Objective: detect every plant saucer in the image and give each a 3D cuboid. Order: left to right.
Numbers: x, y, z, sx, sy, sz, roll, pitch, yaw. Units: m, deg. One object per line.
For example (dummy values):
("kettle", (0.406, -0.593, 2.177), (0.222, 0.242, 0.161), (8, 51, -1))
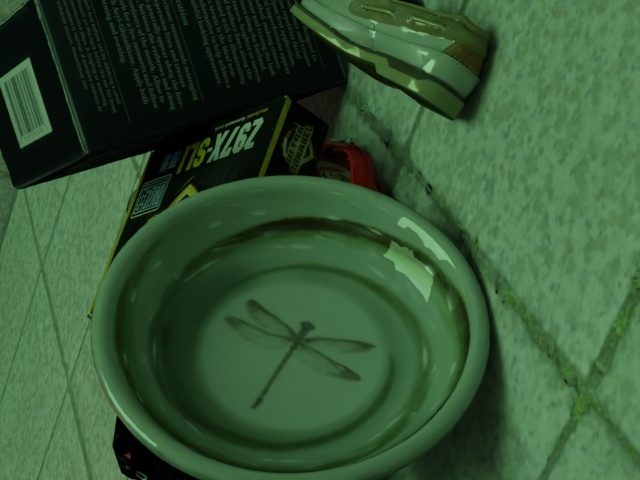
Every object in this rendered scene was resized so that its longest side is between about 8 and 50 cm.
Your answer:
("plant saucer", (-0.030, 0.107, 1.432), (0.100, 0.401, 0.400), (92, 170, -48))

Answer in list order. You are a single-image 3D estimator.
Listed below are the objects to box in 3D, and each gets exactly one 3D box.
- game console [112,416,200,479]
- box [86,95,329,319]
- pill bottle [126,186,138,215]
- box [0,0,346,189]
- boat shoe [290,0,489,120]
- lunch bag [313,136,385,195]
("game console", (-0.029, 0.254, 1.408), (0.044, 0.361, 0.213), (-65, -12, 19))
("box", (-0.142, -0.021, 1.716), (0.322, 0.079, 0.257), (-13, 50, 53))
("pill bottle", (-0.214, -0.078, 2.185), (0.219, 0.123, 0.122), (138, 137, -54))
("box", (-0.221, -0.237, 1.878), (0.293, 0.396, 0.211), (-14, 94, 59))
("boat shoe", (0.083, -0.238, 1.611), (0.302, 0.113, 0.103), (37, 94, 44))
("lunch bag", (0.000, 0.000, 1.691), (0.258, 0.120, 0.293), (-65, 26, 27))
